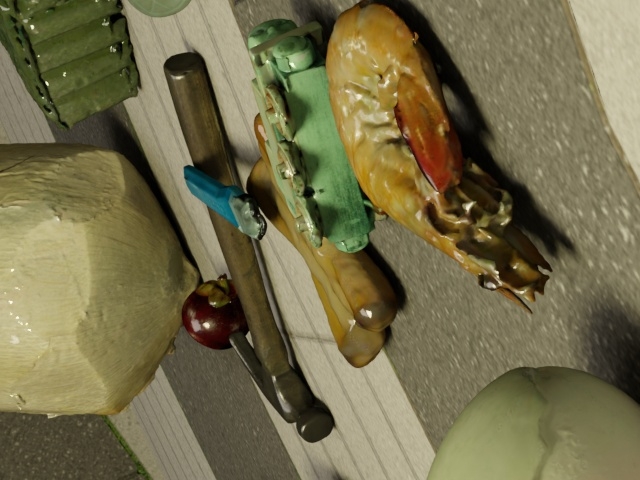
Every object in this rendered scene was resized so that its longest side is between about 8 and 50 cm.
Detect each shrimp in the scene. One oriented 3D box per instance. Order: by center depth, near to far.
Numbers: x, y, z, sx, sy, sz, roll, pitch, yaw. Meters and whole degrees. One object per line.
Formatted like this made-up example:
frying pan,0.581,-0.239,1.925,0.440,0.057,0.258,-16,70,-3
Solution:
shrimp,0.073,-0.064,1.214,0.287,0.063,0.152,-131,32,-51

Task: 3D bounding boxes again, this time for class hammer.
hammer,-0.082,0.005,1.908,0.168,0.044,0.440,43,154,52

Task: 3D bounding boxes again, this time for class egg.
egg,0.143,0.180,1.104,0.183,0.183,0.217,-151,45,-66

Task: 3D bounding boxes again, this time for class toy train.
toy train,-0.008,-0.083,1.420,0.125,0.081,0.194,-127,16,-52

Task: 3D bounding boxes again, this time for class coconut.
coconut,-0.331,0.052,2.292,0.346,0.360,0.346,2,-90,-76

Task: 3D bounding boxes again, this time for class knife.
knife,-0.090,-0.041,1.716,0.044,0.026,0.296,62,171,-17

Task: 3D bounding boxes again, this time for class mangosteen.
mangosteen,-0.115,0.084,2.097,0.081,0.081,0.081,57,164,26

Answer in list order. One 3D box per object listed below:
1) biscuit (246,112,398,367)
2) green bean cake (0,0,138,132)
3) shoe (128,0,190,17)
biscuit,0.000,-0.001,1.588,0.208,0.047,0.164,61,164,14
green bean cake,-0.318,-0.284,2.098,0.255,0.132,0.241,54,166,36
shoe,-0.163,-0.298,1.658,0.195,0.079,0.078,63,-157,-27
